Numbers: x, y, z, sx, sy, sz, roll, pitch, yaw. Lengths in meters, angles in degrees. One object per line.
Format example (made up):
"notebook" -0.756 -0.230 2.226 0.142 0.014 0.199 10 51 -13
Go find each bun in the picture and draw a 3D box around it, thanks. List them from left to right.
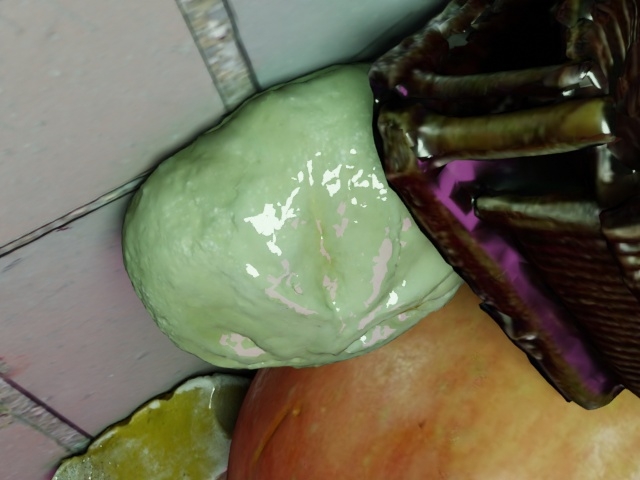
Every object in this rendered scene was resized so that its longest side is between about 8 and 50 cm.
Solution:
"bun" 0.000 0.000 0.731 0.195 0.118 0.195 -21 160 -8

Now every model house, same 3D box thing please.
"model house" 0.244 -0.042 0.659 0.297 0.282 0.317 -56 132 -22

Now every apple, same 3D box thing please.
"apple" 0.134 0.152 0.929 0.363 0.364 0.364 -24 160 -9

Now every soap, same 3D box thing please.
"soap" -0.069 0.175 1.115 0.160 0.080 0.257 -34 158 19
